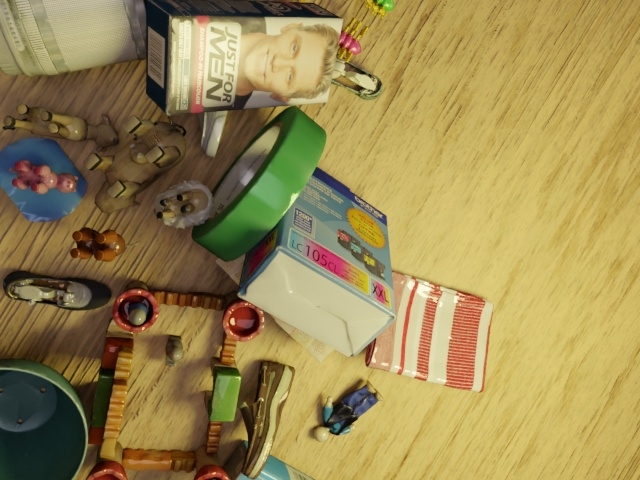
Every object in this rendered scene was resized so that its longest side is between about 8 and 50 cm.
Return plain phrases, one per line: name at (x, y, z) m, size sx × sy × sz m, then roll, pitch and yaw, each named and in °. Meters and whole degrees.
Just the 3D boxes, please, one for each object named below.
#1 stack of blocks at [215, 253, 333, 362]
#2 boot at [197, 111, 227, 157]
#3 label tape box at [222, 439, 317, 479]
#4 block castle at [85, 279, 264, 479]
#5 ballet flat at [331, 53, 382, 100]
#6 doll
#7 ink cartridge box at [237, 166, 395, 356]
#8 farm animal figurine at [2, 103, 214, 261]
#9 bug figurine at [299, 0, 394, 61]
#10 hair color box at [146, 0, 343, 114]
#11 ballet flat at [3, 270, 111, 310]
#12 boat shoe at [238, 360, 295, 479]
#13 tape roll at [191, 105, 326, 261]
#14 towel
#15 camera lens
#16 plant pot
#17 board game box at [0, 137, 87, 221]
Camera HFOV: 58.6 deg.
stack of blocks at (-0.082, 0.120, 1.225) m, size 0.297 × 0.171 × 0.087 m, roll 45°, pitch 84°, yaw -1°
boot at (-0.245, -0.305, 1.158) m, size 0.124 × 0.095 × 0.258 m, roll 10°, pitch 88°, yaw -12°
label tape box at (-0.176, 0.679, 1.327) m, size 0.249 × 0.115 × 0.347 m, roll 36°, pitch 92°, yaw -19°
block castle at (-0.304, 0.317, 1.172) m, size 0.303 × 0.213 × 0.452 m, roll 10°, pitch 97°, yaw -18°
ballet flat at (0.056, -0.366, 1.243) m, size 0.189 × 0.070 × 0.070 m, roll 19°, pitch 93°, yaw -19°
doll at (0.058, 0.418, 1.385) m, size 0.189 × 0.046 × 0.129 m, roll -40°, pitch 117°, yaw 0°
ink cartridge box at (0.000, 0.000, 1.163) m, size 0.270 × 0.395 × 0.151 m, roll 32°, pitch 120°, yaw -20°
farm animal figurine at (-0.391, -0.137, 1.082) m, size 0.327 × 0.172 × 0.330 m, roll -22°, pitch 91°, yaw 9°
bug figurine at (0.036, -0.510, 1.206) m, size 0.216 × 0.072 × 0.279 m, roll 35°, pitch 93°, yaw -13°
hair color box at (-0.136, -0.342, 1.052) m, size 0.347 × 0.105 × 0.173 m, roll -15°, pitch 132°, yaw -34°
ballet flat at (-0.528, 0.107, 1.144) m, size 0.203 × 0.074 × 0.074 m, roll 12°, pitch 95°, yaw -19°
boat shoe at (-0.139, 0.388, 1.263) m, size 0.095 × 0.095 × 0.257 m, roll 22°, pitch 55°, yaw -5°
tape roll at (-0.122, -0.111, 1.096) m, size 0.077 × 0.321 × 0.321 m, roll 37°, pitch 87°, yaw -21°
towel at (0.274, 0.223, 1.382) m, size 0.329 × 0.037 × 0.236 m, roll 17°, pitch 74°, yaw -19°
camera lens at (-0.438, -0.414, 1.003) m, size 0.275 × 0.219 × 0.219 m, roll -15°, pitch 103°, yaw -14°
plant pot at (-0.595, 0.346, 1.097) m, size 0.291 × 0.195 × 0.290 m, roll -3°, pitch 101°, yaw -16°
board game box at (-0.547, -0.117, 1.115) m, size 0.133 × 0.033 × 0.168 m, roll -40°, pitch 101°, yaw -29°
